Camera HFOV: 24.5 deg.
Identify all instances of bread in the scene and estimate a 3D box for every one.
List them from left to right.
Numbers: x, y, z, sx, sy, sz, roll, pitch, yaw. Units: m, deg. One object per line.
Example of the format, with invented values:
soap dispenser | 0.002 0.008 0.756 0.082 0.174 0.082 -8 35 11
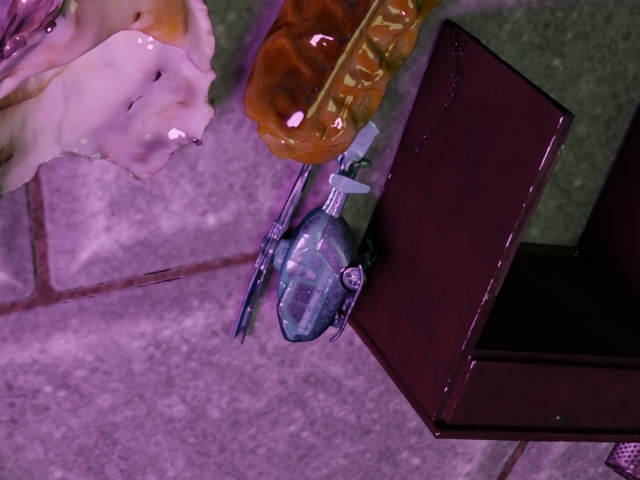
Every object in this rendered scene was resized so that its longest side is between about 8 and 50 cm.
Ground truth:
bread | 0.032 -0.177 1.092 0.098 0.087 0.269 20 108 -35

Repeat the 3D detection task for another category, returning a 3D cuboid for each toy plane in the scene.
toy plane | 0.000 0.000 1.211 0.096 0.060 0.235 22 115 1

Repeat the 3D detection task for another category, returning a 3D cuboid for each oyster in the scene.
oyster | -0.166 -0.128 0.999 0.271 0.100 0.275 -53 157 19

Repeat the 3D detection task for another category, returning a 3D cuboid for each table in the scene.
table | 0.198 -0.002 1.224 0.251 0.196 0.282 6 117 -29

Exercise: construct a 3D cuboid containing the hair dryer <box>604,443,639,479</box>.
hair dryer | 0.369 0.085 1.423 0.156 0.284 0.320 34 91 2
